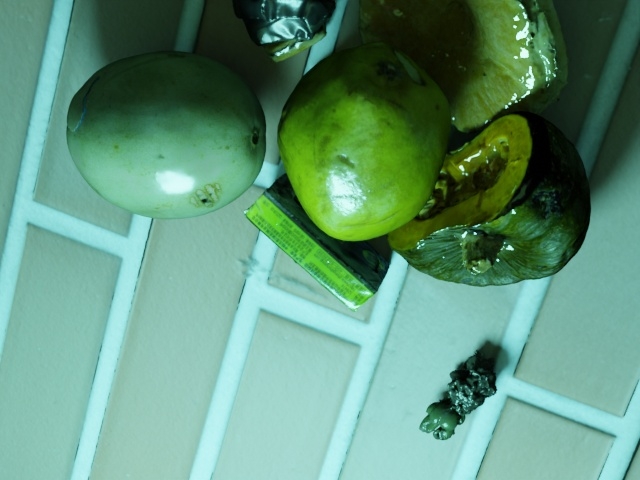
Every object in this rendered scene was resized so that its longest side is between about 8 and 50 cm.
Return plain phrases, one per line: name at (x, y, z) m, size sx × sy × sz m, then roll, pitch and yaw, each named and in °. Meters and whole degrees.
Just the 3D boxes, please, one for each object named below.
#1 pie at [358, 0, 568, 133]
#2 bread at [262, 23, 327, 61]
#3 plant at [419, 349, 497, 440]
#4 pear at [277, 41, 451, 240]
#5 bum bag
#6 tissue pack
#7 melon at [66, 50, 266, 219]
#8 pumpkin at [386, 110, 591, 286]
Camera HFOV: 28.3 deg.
pie at (0.200, -0.300, 1.856) m, size 0.339 × 0.083 × 0.340 m, roll 20°, pitch 135°, yaw 21°
bread at (-0.043, -0.326, 1.991) m, size 0.106 × 0.053 × 0.072 m, roll -24°, pitch 76°, yaw 19°
plant at (0.230, 0.261, 2.086) m, size 0.085 × 0.087 × 0.174 m, roll 48°, pitch 111°, yaw 30°
pear at (0.061, -0.141, 1.836) m, size 0.269 × 0.269 × 0.321 m, roll 28°, pitch 152°, yaw 6°
bum bag at (-0.114, -0.445, 1.945) m, size 0.144 × 0.095 × 0.340 m, roll -34°, pitch 91°, yaw 25°
tissue pack at (0.000, 0.000, 2.015) m, size 0.235 × 0.173 × 0.073 m, roll 43°, pitch 107°, yaw 1°
melon at (-0.244, -0.162, 1.984) m, size 0.330 × 0.268 × 0.269 m, roll 2°, pitch 108°, yaw 25°
pumpkin at (0.277, -0.023, 1.874) m, size 0.232 × 0.242 × 0.325 m, roll 32°, pitch 146°, yaw -23°
